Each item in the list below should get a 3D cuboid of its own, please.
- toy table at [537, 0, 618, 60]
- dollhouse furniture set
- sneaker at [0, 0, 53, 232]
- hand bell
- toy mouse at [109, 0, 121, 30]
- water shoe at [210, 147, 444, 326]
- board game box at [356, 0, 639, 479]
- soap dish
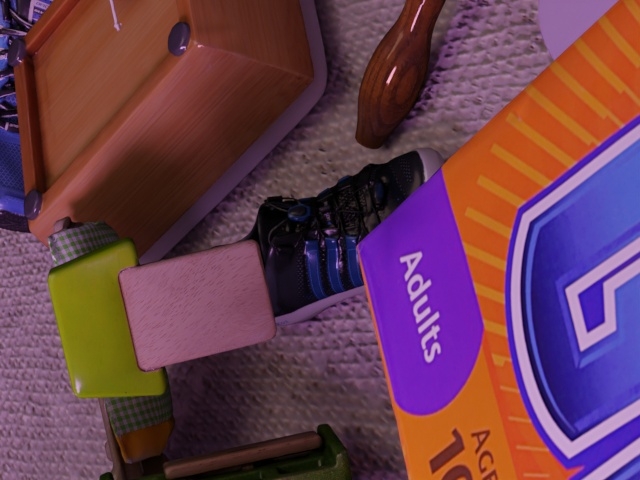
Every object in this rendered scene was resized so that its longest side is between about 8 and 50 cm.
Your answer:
[{"bbox_3d":[0.253,-0.142,0.846,0.274,0.161,0.252,-19,61,49],"label":"toy table"},{"bbox_3d":[-0.087,0.074,1.242,0.301,0.151,0.198,-146,43,-81],"label":"dollhouse furniture set"},{"bbox_3d":[-0.276,-0.157,1.628,0.147,0.129,0.330,-41,46,42],"label":"sneaker"},{"bbox_3d":[0.071,-0.163,1.188,0.242,0.126,0.126,-67,33,32],"label":"hand bell"},{"bbox_3d":[-0.155,-0.254,1.371,0.143,0.031,0.161,-61,36,18],"label":"toy mouse"},{"bbox_3d":[0.000,0.000,1.213,0.203,0.080,0.073,-38,48,41],"label":"water shoe"},{"bbox_3d":[0.281,0.086,0.535,0.356,0.356,0.356,-44,44,36],"label":"board game box"},{"bbox_3d":[-0.127,-0.132,1.415,0.291,0.118,0.229,-43,45,38],"label":"soap dish"}]
